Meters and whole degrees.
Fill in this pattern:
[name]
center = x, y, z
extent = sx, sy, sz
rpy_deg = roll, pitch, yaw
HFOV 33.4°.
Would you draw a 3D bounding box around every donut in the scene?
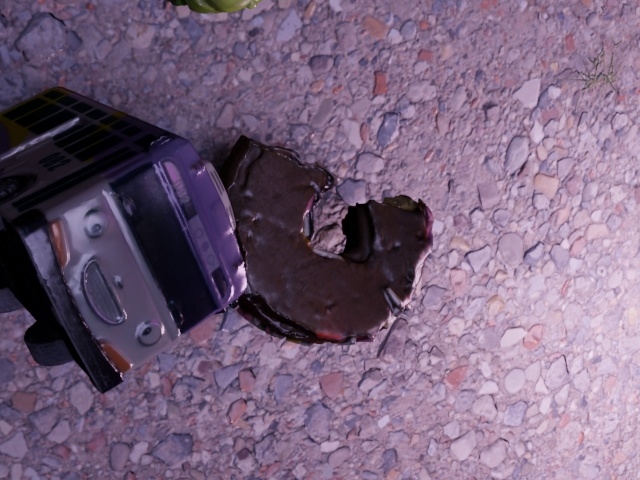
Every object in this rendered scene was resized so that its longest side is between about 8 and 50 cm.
[donut]
center = -0.009, 0.021, 1.505
extent = 0.345, 0.136, 0.259
rpy_deg = 16, 78, -25

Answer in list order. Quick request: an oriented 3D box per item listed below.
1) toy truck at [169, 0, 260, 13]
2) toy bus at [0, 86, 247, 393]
[toy truck]
center = -0.121, -0.368, 1.338
extent = 0.148, 0.210, 0.187
rpy_deg = -25, 134, -21
[toy bus]
center = -0.271, -0.025, 1.209
extent = 0.249, 0.440, 0.209
rpy_deg = -30, 117, -21
